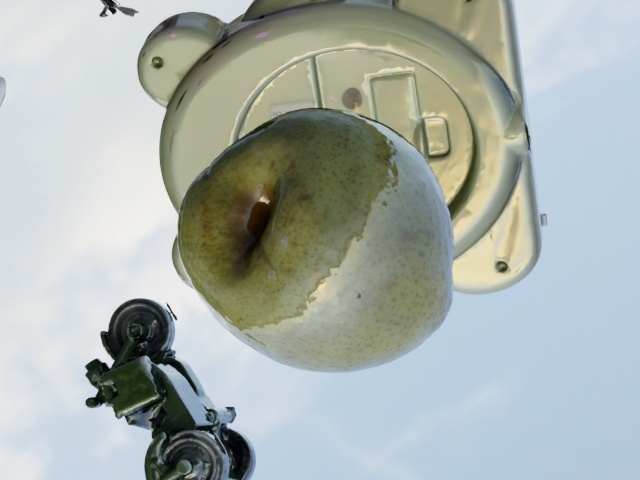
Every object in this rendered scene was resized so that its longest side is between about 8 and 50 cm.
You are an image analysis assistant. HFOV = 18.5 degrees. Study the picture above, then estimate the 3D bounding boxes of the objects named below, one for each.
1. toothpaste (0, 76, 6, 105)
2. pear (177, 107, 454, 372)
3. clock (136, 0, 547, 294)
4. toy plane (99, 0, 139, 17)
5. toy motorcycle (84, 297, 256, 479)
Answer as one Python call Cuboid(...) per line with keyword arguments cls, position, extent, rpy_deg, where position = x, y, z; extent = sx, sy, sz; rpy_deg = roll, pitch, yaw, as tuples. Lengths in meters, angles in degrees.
Cuboid(cls="toothpaste", position=(-0.385, -0.159, 1.800), extent=(0.071, 0.193, 0.045), rpy_deg=(-27, 136, -71))
Cuboid(cls="pear", position=(0.000, 0.000, 1.193), extent=(0.167, 0.136, 0.167), rpy_deg=(-9, -103, 44))
Cuboid(cls="clock", position=(0.019, -0.084, 1.601), extent=(0.309, 0.284, 0.114), rpy_deg=(-6, -158, 8))
Cuboid(cls="toy plane", position=(-0.226, -0.243, 1.857), extent=(0.031, 0.120, 0.049), rpy_deg=(-58, 170, 18))
Cuboid(cls="toy motorcycle", position=(-0.170, 0.192, 2.090), extent=(0.127, 0.275, 0.205), rpy_deg=(-36, 170, 8))
